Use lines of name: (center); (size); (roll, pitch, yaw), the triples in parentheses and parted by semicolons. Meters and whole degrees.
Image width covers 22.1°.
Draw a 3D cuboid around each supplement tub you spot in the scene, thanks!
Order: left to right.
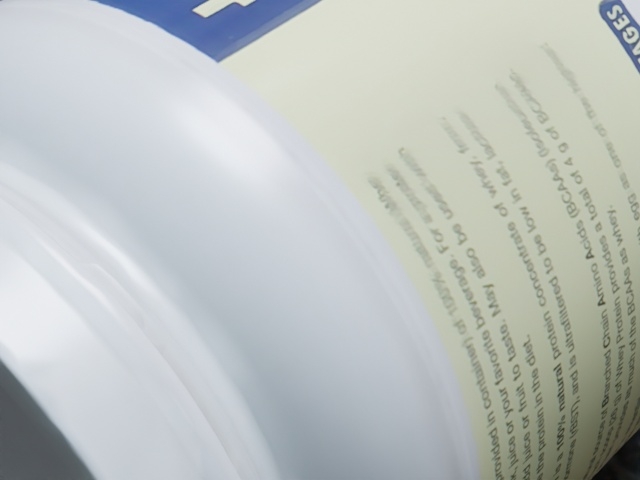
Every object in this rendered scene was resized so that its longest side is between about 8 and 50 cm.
supplement tub: (0.000, 0.000, 0.539); (0.235, 0.235, 0.325); (31, 48, 26)
